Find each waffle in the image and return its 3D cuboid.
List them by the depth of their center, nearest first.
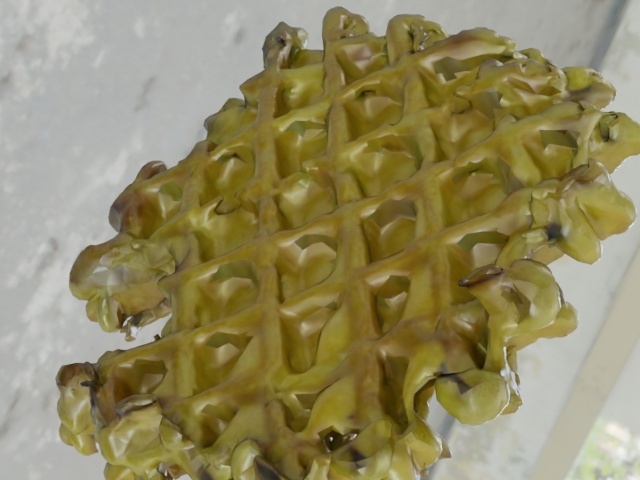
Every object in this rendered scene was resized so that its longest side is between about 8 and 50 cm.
[{"bbox_3d":[0.000,0.000,0.461,0.229,0.231,0.051,-51,127,-21],"label":"waffle"}]
